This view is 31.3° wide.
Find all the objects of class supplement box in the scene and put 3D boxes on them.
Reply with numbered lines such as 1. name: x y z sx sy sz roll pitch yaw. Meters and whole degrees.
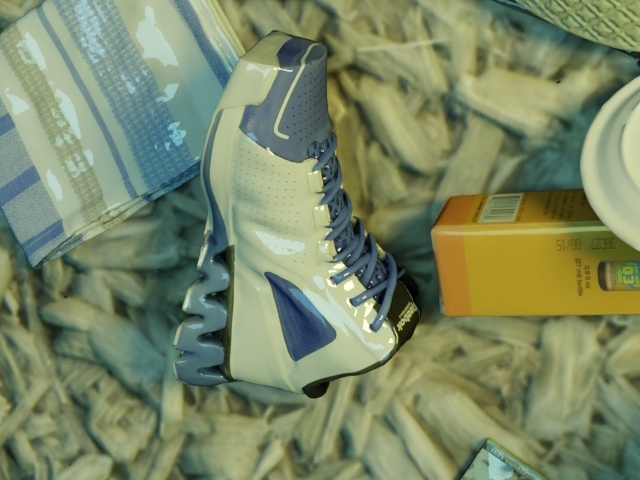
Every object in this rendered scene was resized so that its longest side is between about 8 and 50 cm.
1. supplement box: 0.205 0.007 0.853 0.233 0.080 0.078 -1 113 20

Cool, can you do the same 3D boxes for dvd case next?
1. dvd case: 0.142 0.234 0.944 0.087 0.013 0.119 35 106 11

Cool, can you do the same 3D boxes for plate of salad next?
1. plate of salad: 0.279 -0.054 0.779 0.199 0.048 0.200 -10 49 12

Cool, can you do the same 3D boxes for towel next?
1. towel: -0.194 -0.124 1.001 0.285 0.034 0.209 -29 86 20

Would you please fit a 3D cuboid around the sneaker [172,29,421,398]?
1. sneaker: 0.000 0.001 0.899 0.182 0.127 0.316 16 120 8

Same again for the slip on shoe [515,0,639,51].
1. slip on shoe: 0.268 -0.199 0.796 0.331 0.123 0.101 11 57 17

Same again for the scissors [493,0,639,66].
1. scissors: 0.247 -0.156 0.856 0.297 0.021 0.109 38 109 12
